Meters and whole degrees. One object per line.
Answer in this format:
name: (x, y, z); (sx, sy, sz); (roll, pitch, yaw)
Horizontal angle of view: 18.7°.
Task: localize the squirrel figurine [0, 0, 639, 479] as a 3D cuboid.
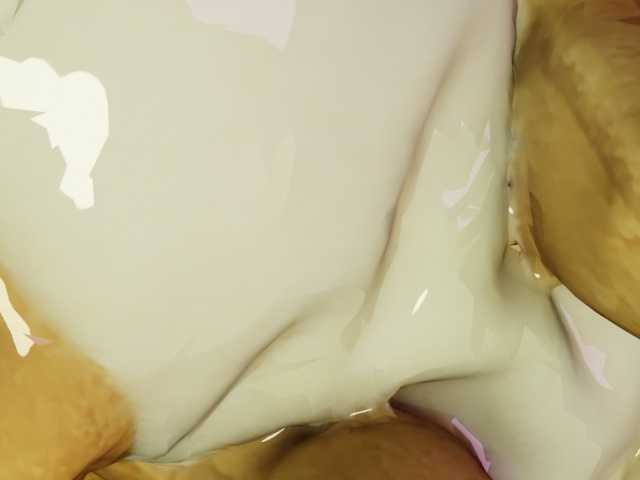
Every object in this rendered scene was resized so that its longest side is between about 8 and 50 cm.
squirrel figurine: (0.000, 0.000, 0.570); (0.370, 0.397, 0.281); (29, 85, -34)
